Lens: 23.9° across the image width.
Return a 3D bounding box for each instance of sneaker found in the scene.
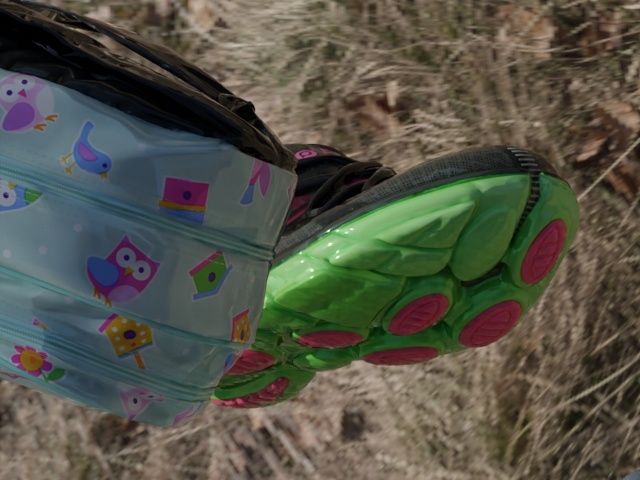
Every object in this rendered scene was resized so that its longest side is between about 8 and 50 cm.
[{"bbox_3d":[0.000,0.000,1.184,0.482,0.185,0.202,-20,57,50],"label":"sneaker"}]

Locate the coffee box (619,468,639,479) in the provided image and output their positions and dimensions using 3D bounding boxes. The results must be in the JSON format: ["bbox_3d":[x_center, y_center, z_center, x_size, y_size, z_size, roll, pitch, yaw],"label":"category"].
[{"bbox_3d":[0.133,0.360,0.541,0.337,0.334,0.338,31,126,-20],"label":"coffee box"}]

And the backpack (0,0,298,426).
[{"bbox_3d":[-0.098,-0.017,0.468,0.182,0.152,0.115,20,96,9],"label":"backpack"}]
